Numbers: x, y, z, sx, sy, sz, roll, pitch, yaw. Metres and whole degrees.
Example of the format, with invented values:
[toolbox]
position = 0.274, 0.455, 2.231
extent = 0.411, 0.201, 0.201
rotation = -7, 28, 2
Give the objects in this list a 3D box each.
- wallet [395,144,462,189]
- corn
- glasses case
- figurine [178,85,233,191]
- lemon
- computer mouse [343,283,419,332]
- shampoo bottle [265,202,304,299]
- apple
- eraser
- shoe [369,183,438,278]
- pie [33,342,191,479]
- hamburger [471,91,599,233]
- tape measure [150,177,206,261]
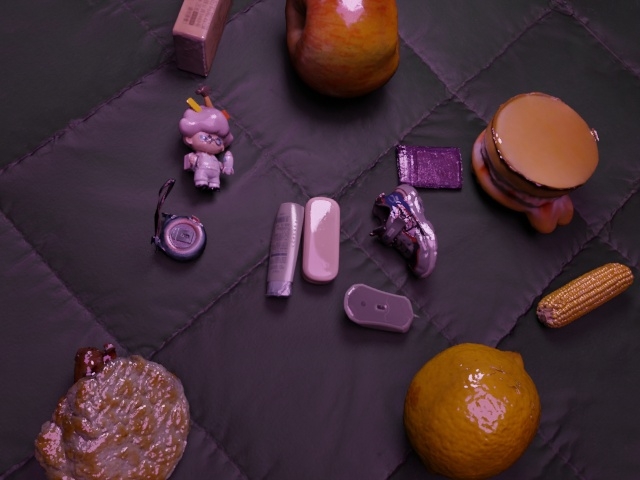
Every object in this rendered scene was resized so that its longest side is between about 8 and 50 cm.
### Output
[wallet]
position = 0.267, -0.180, 1.347
extent = 0.166, 0.030, 0.111
rotation = 1, 72, -11
[corn]
position = 0.617, 0.126, 1.292
extent = 0.249, 0.081, 0.081
rotation = -25, 79, -16
[glasses case]
position = 0.000, 0.000, 1.230
extent = 0.083, 0.050, 0.196
rotation = 7, 72, -11
[figurine]
position = -0.253, -0.219, 1.224
extent = 0.138, 0.112, 0.228
rotation = 5, 77, -38
[lemon]
position = 0.292, 0.332, 1.078
extent = 0.268, 0.267, 0.267
rotation = 3, 72, -10
[computer mouse]
position = 0.129, 0.151, 1.205
extent = 0.182, 0.056, 0.089
rotation = 13, 72, -15
[shampoo bottle]
position = -0.078, 0.022, 1.204
extent = 0.072, 0.049, 0.212
rotation = -3, 71, 31
[apple]
position = 0.065, -0.481, 1.275
extent = 0.302, 0.301, 0.301
rotation = 3, 72, -10
[eraser]
position = -0.261, -0.575, 1.312
extent = 0.078, 0.144, 0.343
rotation = 15, 70, -4
[shoe]
position = 0.179, -0.019, 1.240
extent = 0.126, 0.099, 0.227
rotation = -8, 69, -21
[pie]
position = -0.374, 0.349, 1.024
extent = 0.257, 0.105, 0.274
rotation = 25, 70, -12
[hamburger]
position = 0.510, -0.179, 1.311
extent = 0.261, 0.186, 0.302
rotation = -33, 72, -20
[tape measure]
position = -0.286, -0.033, 1.128
extent = 0.107, 0.179, 0.104
rotation = 12, 55, -6
